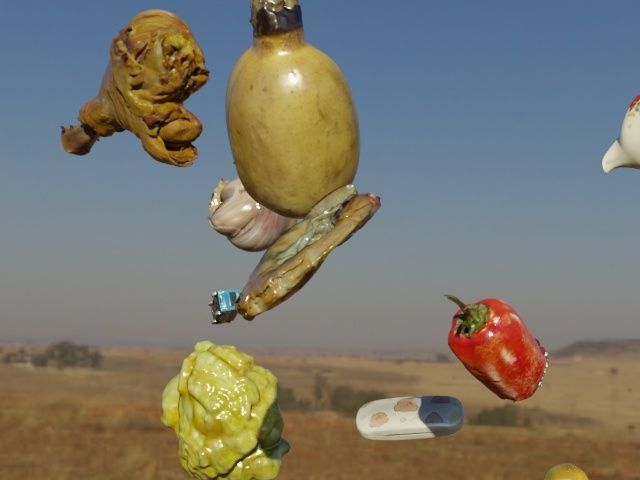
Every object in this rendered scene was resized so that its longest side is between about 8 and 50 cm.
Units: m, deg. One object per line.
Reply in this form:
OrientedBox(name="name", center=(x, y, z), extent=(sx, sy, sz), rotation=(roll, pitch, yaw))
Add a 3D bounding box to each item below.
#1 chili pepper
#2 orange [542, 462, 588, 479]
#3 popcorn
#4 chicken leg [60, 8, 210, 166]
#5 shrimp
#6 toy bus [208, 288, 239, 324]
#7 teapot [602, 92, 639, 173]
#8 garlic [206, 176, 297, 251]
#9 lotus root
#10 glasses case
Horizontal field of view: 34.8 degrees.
OrientedBox(name="chili pepper", center=(0.196, 0.112, 1.205), extent=(0.084, 0.086, 0.192), rotation=(-24, -49, 28))
OrientedBox(name="orange", center=(0.478, 0.480, 2.004), extent=(0.095, 0.085, 0.085), rotation=(-2, -5, -12))
OrientedBox(name="popcorn", center=(-0.151, 0.290, 1.675), extent=(0.195, 0.256, 0.255), rotation=(-21, 41, -20))
OrientedBox(name="chicken leg", center=(-0.365, -0.248, 2.019), extent=(0.409, 0.295, 0.182), rotation=(-32, -1, 33))
OrientedBox(name="shrimp", center=(-0.001, -0.001, 1.080), extent=(0.253, 0.058, 0.173), rotation=(-45, 6, -41))
OrientedBox(name="toy bus", center=(-0.155, 0.107, 1.656), extent=(0.046, 0.038, 0.083), rotation=(-8, -19, -16))
OrientedBox(name="teapot", center=(0.579, -0.201, 1.767), extent=(0.092, 0.226, 0.145), rotation=(26, -13, 36))
OrientedBox(name="garlic", center=(-0.134, -0.104, 2.245), extent=(0.207, 0.256, 0.207), rotation=(31, -5, 3))
OrientedBox(name="lotus root", center=(-0.040, -0.172, 1.299), extent=(0.183, 0.310, 0.183), rotation=(-5, 35, 3))
OrientedBox(name="glasses case", center=(0.135, 0.267, 1.540), extent=(0.164, 0.063, 0.041), rotation=(-6, -51, 14))
